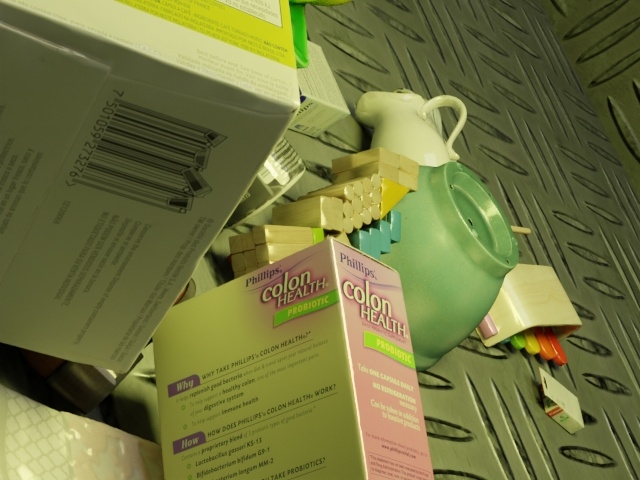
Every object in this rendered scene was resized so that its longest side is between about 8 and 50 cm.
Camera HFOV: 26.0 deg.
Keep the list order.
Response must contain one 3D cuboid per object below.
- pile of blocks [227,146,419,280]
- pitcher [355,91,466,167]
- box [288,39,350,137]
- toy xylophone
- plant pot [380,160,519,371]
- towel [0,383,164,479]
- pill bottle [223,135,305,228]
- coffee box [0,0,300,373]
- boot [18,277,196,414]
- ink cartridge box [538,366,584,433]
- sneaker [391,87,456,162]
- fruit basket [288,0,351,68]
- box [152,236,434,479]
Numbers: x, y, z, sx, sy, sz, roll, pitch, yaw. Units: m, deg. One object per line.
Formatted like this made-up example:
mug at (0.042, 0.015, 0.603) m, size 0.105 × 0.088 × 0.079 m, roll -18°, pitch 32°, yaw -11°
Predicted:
pile of blocks at (0.000, 0.000, 1.751) m, size 0.362 × 0.113 × 0.149 m, roll -36°, pitch 108°, yaw -47°
pitcher at (0.159, -0.148, 2.179) m, size 0.125 × 0.178 × 0.207 m, roll 82°, pitch -4°, yaw -48°
box at (-0.038, -0.232, 2.033) m, size 0.137 × 0.072 × 0.126 m, roll 14°, pitch 48°, yaw -57°
toy xylophone at (0.331, 0.084, 2.318) m, size 0.323 × 0.081 × 0.236 m, roll 17°, pitch 45°, yaw -54°
plant pot at (0.153, 0.010, 1.943) m, size 0.293 × 0.196 × 0.293 m, roll 43°, pitch 28°, yaw -29°
towel at (-0.171, 0.300, 1.170) m, size 0.317 × 0.053 × 0.332 m, roll 32°, pitch 35°, yaw -43°
pill bottle at (-0.139, -0.145, 1.674) m, size 0.245 × 0.130 × 0.130 m, roll 52°, pitch 25°, yaw -9°
coffee box at (-0.248, -0.153, 1.129) m, size 0.338 × 0.337 × 0.334 m, roll 17°, pitch 42°, yaw -24°
boot at (-0.268, 0.008, 1.344) m, size 0.280 × 0.096 × 0.264 m, roll 46°, pitch 33°, yaw -5°
ink cartridge box at (0.384, 0.262, 2.264) m, size 0.115 × 0.029 × 0.063 m, roll 38°, pitch 31°, yaw -33°
sneaker at (0.156, -0.160, 2.306) m, size 0.091 × 0.094 × 0.258 m, roll 27°, pitch 28°, yaw -25°
fruit basket at (-0.060, -0.407, 1.841) m, size 0.283 × 0.392 × 0.392 m, roll 50°, pitch 23°, yaw -40°
box at (-0.028, 0.156, 1.247) m, size 0.117 × 0.213 × 0.243 m, roll 26°, pitch 47°, yaw -50°
